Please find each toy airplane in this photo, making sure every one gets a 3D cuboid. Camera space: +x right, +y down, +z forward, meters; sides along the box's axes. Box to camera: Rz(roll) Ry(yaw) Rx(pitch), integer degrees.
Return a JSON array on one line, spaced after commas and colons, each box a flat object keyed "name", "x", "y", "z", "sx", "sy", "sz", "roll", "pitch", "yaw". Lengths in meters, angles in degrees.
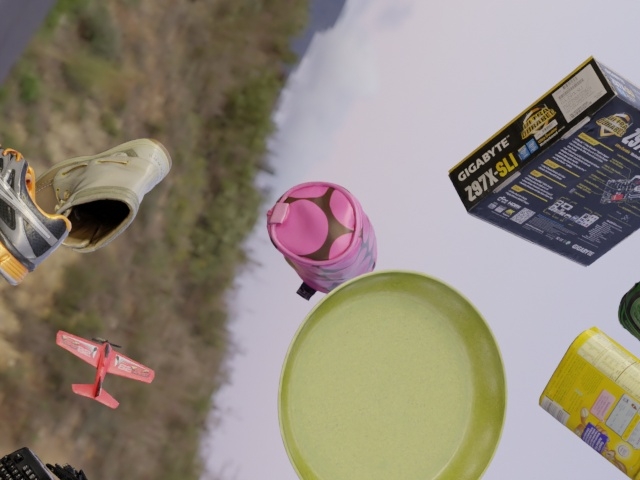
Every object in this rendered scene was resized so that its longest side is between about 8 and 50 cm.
[{"name": "toy airplane", "x": -0.301, "y": 0.181, "z": 2.087, "sx": 0.028, "sy": 0.151, "sz": 0.151, "roll": -58, "pitch": -171, "yaw": 24}]

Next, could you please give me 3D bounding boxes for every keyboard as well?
[{"name": "keyboard", "x": -0.234, "y": 0.222, "z": 1.265, "sx": 0.100, "sy": 0.038, "sz": 0.192, "roll": -32, "pitch": -143, "yaw": -17}]

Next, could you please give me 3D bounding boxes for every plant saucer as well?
[{"name": "plant saucer", "x": 0.063, "y": 0.147, "z": 1.411, "sx": 0.037, "sy": 0.241, "sz": 0.241, "roll": -5, "pitch": -121, "yaw": 65}]

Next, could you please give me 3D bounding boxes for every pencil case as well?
[{"name": "pencil case", "x": 0.000, "y": 0.000, "z": 1.452, "sx": 0.095, "sy": 0.098, "sz": 0.209, "roll": -63, "pitch": 171, "yaw": -8}]

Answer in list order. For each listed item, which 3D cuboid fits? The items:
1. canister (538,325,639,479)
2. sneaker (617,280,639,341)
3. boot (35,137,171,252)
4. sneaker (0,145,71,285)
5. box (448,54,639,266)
[{"name": "canister", "x": 0.349, "y": 0.195, "z": 1.748, "sx": 0.073, "sy": 0.170, "sz": 0.126, "roll": -16, "pitch": 138, "yaw": -52}, {"name": "sneaker", "x": 0.516, "y": 0.153, "z": 1.876, "sx": 0.134, "sy": 0.343, "sz": 0.146, "roll": -51, "pitch": -168, "yaw": -24}, {"name": "boot", "x": -0.291, "y": -0.038, "z": 1.800, "sx": 0.213, "sy": 0.077, "sz": 0.165, "roll": -20, "pitch": -157, "yaw": 20}, {"name": "sneaker", "x": -0.317, "y": -0.063, "z": 1.436, "sx": 0.083, "sy": 0.215, "sz": 0.084, "roll": -33, "pitch": 174, "yaw": -8}, {"name": "box", "x": 0.367, "y": -0.097, "z": 2.057, "sx": 0.257, "sy": 0.322, "sz": 0.079, "roll": -41, "pitch": -127, "yaw": 24}]
